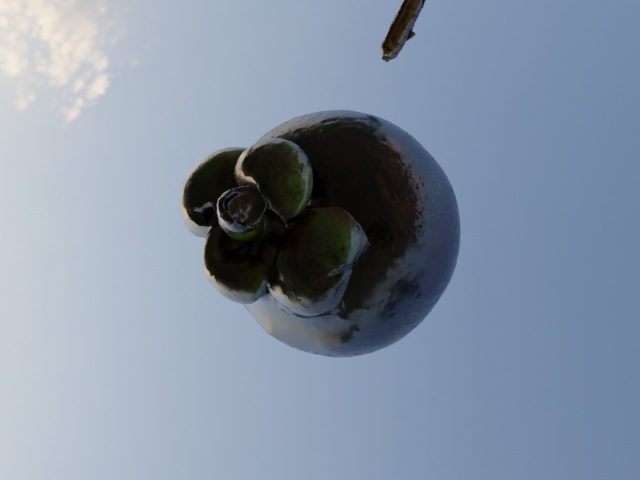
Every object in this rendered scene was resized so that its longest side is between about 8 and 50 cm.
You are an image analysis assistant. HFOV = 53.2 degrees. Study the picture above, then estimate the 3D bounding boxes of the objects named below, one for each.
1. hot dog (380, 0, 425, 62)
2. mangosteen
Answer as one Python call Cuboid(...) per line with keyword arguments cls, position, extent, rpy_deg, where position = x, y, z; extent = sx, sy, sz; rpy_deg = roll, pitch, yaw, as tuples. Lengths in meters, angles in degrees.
Cuboid(cls="hot dog", position=(0.118, -0.302, 0.880), extent=(0.037, 0.049, 0.122), rpy_deg=(26, -74, -8))
Cuboid(cls="mangosteen", position=(0.010, -0.009, 0.733), extent=(0.311, 0.311, 0.311), rpy_deg=(-10, -110, 30))
